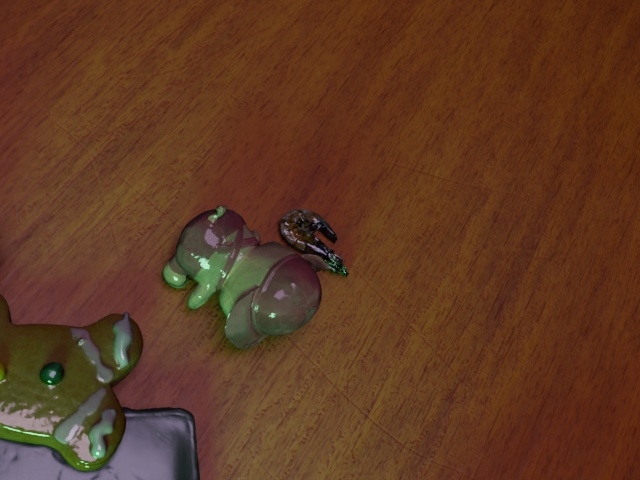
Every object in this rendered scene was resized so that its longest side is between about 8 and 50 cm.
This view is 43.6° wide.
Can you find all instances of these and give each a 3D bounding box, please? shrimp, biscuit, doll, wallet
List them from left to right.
[{"bbox_3d":[-0.482,0.191,1.135,0.431,0.064,0.283,11,54,-12],"label":"biscuit"},{"bbox_3d":[-0.360,0.342,1.160,0.377,0.051,0.197,0,69,-20],"label":"wallet"},{"bbox_3d":[-0.122,0.062,1.323,0.255,0.152,0.196,35,91,11],"label":"doll"},{"bbox_3d":[0.000,0.000,1.466,0.161,0.034,0.091,40,59,-2],"label":"shrimp"}]
